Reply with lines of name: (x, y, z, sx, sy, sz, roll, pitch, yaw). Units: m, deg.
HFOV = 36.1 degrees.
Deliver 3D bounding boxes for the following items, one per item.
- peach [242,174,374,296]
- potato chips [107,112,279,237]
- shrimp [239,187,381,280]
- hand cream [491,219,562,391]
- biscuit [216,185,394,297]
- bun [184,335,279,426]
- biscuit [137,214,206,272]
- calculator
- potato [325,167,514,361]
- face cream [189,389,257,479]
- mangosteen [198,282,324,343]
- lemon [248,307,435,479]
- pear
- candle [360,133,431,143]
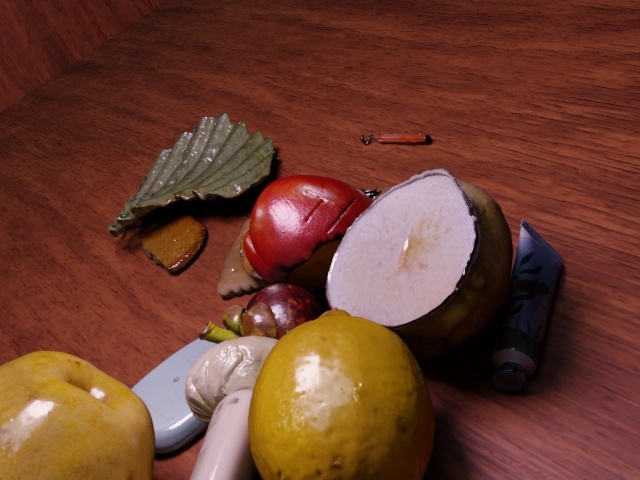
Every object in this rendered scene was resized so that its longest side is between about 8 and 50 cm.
peach: (0.000, 0.000, 1.525, 0.226, 0.189, 0.196, 21, 14, 6)
potato chips: (-0.272, -0.140, 2.056, 0.373, 0.097, 0.389, -18, 26, 15)
shrimp: (-0.018, -0.003, 1.662, 0.262, 0.051, 0.198, -14, 45, 16)
hand cream: (0.281, 0.087, 1.340, 0.058, 0.091, 0.271, -35, 22, 45)
biscuit: (-0.023, -0.002, 1.736, 0.325, 0.044, 0.217, -11, 36, 24)
bun: (-0.091, 0.213, 1.352, 0.164, 0.188, 0.111, -51, 24, 32)
biscuit: (-0.285, 0.000, 1.946, 0.126, 0.025, 0.206, -36, 33, -12)
calculator: (-0.218, 0.240, 1.528, 0.295, 0.042, 0.184, -41, 34, -23)
potato: (0.171, 0.049, 1.342, 0.300, 0.196, 0.246, -2, 65, 59)
face cream: (-0.143, 0.360, 1.191, 0.081, 0.173, 0.348, 16, 41, 2)
mangosteen: (-0.075, 0.147, 1.444, 0.181, 0.155, 0.145, -21, 55, -30)
lemon: (0.025, 0.218, 1.197, 0.236, 0.235, 0.263, -5, 34, 32)
pear: (-0.371, 0.309, 1.304, 0.314, 0.314, 0.314, -20, 32, 13)
candle: (0.146, -0.197, 1.911, 0.167, 0.021, 0.026, 5, 18, 44)
